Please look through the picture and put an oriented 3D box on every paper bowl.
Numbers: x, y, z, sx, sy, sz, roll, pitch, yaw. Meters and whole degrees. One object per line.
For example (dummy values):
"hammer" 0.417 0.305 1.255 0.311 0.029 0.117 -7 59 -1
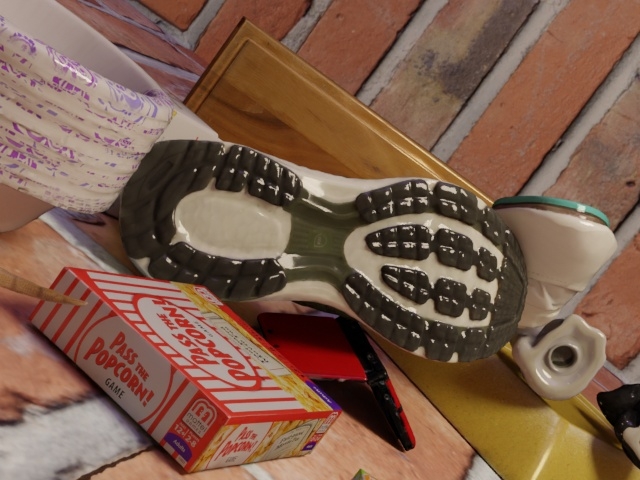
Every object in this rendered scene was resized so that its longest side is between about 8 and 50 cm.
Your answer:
"paper bowl" -0.255 -0.114 0.867 0.284 0.148 0.284 36 9 -6

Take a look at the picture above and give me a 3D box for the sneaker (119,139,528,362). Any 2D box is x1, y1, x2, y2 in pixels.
"sneaker" 0.000 0.000 1.138 0.410 0.158 0.182 17 -2 -23

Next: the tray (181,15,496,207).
"tray" 0.017 -0.066 1.524 0.411 0.203 0.076 35 8 -12

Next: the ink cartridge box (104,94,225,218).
"ink cartridge box" -0.177 -0.085 1.146 0.198 0.115 0.067 29 11 -48

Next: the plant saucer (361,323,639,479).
"plant saucer" 0.246 0.200 1.434 0.332 0.081 0.333 30 10 -41

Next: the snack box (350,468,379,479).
"snack box" 0.077 0.213 0.800 0.141 0.037 0.100 35 7 -11

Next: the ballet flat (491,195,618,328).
"ballet flat" 0.203 0.032 1.319 0.139 0.139 0.400 36 -5 -5

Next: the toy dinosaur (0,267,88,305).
"toy dinosaur" -0.240 -0.002 0.674 0.211 0.064 0.112 11 44 -52

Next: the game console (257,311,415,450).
"game console" 0.013 0.124 1.122 0.144 0.085 0.124 -120 -173 -69

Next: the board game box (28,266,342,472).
"board game box" -0.082 0.085 0.833 0.146 0.045 0.193 39 9 19

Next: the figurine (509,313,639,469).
"figurine" 0.296 0.155 1.365 0.215 0.092 0.209 36 0 2
